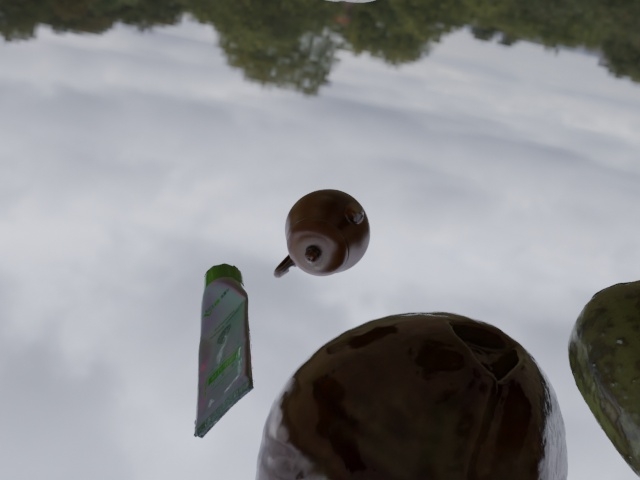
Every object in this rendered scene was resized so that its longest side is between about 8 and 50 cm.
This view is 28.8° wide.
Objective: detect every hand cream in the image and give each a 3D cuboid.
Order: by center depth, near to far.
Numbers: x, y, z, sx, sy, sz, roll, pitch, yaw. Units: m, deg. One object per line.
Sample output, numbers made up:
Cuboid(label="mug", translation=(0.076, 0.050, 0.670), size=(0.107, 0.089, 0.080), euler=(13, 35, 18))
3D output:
Cuboid(label="hand cream", translation=(-0.106, 0.111, 1.360), size=(0.050, 0.079, 0.275), euler=(13, -155, -10))

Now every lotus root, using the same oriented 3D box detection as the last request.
Cuboid(label="lotus root", translation=(0.364, 0.157, 1.246), size=(0.173, 0.173, 0.309), euler=(6, -143, -28))

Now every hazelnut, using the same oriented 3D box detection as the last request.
Cuboid(label="hazelnut", translation=(0.098, 0.289, 1.471), size=(0.402, 0.429, 0.402), euler=(20, 179, 1))

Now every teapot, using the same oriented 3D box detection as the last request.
Cuboid(label="teapot", translation=(0.000, 0.000, 1.570), size=(0.116, 0.173, 0.116), euler=(31, -140, -31))

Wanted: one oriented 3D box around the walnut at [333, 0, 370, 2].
Cuboid(label="walnut", translation=(-0.001, -0.392, 1.406), size=(0.282, 0.227, 0.283), euler=(16, -150, -10))
